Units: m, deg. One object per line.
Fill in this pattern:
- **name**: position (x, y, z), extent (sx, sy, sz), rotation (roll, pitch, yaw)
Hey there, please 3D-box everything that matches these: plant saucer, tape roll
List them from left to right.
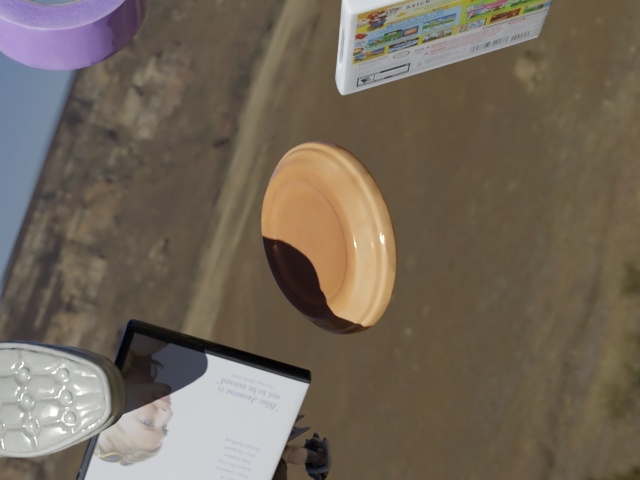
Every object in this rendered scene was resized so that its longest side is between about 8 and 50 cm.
- **tape roll**: position (-0.280, -0.281, 1.601), extent (0.080, 0.189, 0.189), rotation (95, -170, -63)
- **plant saucer**: position (0.000, 0.000, 1.498), extent (0.200, 0.037, 0.199), rotation (24, 120, 49)

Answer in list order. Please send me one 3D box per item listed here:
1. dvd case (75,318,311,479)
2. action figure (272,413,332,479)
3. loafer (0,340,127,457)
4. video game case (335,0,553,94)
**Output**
- **dvd case**: position (-0.133, 0.206, 1.441), extent (0.022, 0.180, 0.253), rotation (-90, 19, -63)
- **action figure**: position (-0.044, 0.306, 1.609), extent (0.185, 0.285, 0.099), rotation (-31, 13, -1)
- **loafer**: position (-0.300, 0.150, 1.406), extent (0.111, 0.320, 0.112), rotation (-4, -93, -57)
- **video game case**: position (0.127, -0.223, 1.489), extent (0.206, 0.227, 0.026), rotation (95, 157, -74)
